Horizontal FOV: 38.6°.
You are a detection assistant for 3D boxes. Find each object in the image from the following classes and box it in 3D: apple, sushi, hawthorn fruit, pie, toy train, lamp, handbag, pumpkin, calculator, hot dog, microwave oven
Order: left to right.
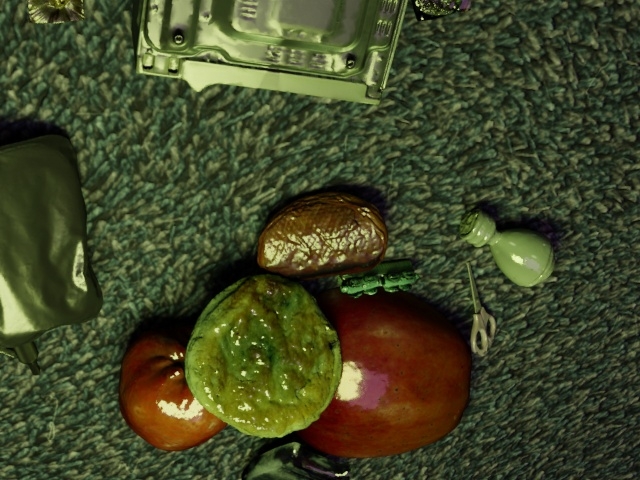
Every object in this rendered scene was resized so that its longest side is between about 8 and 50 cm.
[{"bbox_3d":[-0.449,0.007,1.420,0.192,0.075,0.332,-20,113,-37],"label":"handbag"},{"bbox_3d":[-0.376,-0.348,1.301,0.083,0.054,0.074,-8,126,-14],"label":"pumpkin"},{"bbox_3d":[-0.258,0.271,1.621,0.224,0.224,0.261,14,136,-21],"label":"hawthorn fruit"},{"bbox_3d":[-0.088,0.196,1.518,0.277,0.078,0.276,4,78,-19],"label":"pie"},{"bbox_3d":[-0.072,-0.355,1.271,0.355,0.218,0.286,5,120,-16],"label":"microwave oven"},{"bbox_3d":[-0.053,0.470,1.814,0.177,0.040,0.268,25,146,-15],"label":"calculator"},{"bbox_3d":[0.001,0.003,1.572,0.227,0.099,0.160,-8,122,-7],"label":"hot dog"},{"bbox_3d":[0.104,0.259,1.743,0.365,0.295,0.329,5,157,-15],"label":"apple"},{"bbox_3d":[0.105,0.068,1.653,0.148,0.071,0.038,-6,119,-9],"label":"toy train"},{"bbox_3d":[0.178,-0.390,1.408,0.083,0.056,0.084,-17,124,6],"label":"sushi"},{"bbox_3d":[0.342,0.011,1.665,0.193,0.106,0.106,29,111,-15],"label":"lamp"}]

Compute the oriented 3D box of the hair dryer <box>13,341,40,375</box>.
[{"bbox_3d":[-0.548,0.152,1.556,0.196,0.078,0.248,-13,128,-4],"label":"hair dryer"}]

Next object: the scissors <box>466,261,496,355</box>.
[{"bbox_3d":[0.300,0.126,1.747,0.015,0.100,0.189,-1,115,37],"label":"scissors"}]
